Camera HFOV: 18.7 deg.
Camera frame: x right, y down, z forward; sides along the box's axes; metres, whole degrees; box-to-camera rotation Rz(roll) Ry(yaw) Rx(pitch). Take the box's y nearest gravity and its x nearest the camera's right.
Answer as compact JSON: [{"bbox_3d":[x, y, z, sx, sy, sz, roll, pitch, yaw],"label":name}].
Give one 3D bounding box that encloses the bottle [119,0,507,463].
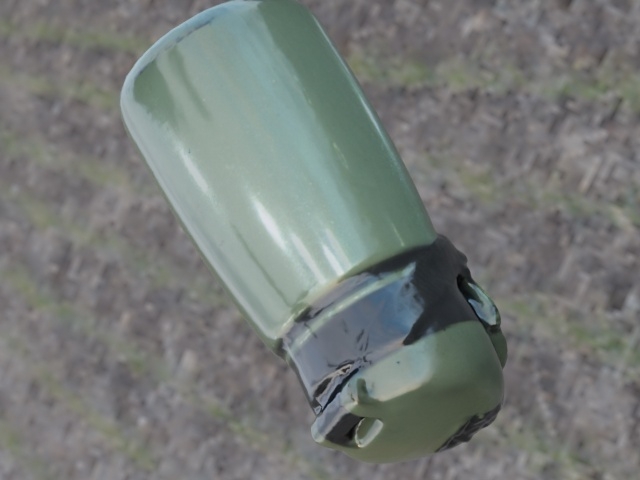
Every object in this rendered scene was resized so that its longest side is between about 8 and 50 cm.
[{"bbox_3d":[0.002,0.000,1.386,0.168,0.168,0.347,-47,66,39],"label":"bottle"}]
